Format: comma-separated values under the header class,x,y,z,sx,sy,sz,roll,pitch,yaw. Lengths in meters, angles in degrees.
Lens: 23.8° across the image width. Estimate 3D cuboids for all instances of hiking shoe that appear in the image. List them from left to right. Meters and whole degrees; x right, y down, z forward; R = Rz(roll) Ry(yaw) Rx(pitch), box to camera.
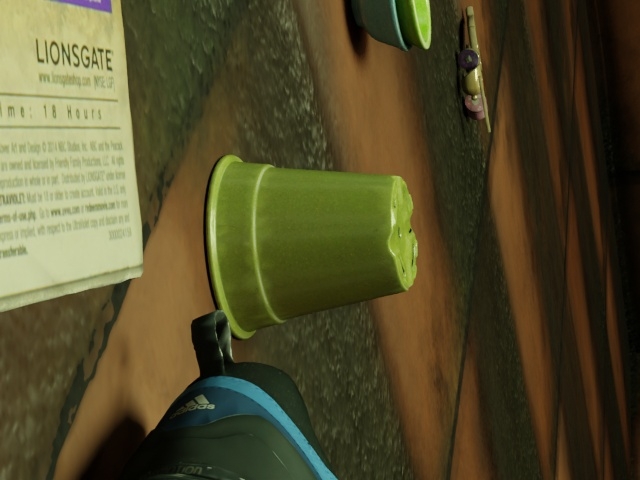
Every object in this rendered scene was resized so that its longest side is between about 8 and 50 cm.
class,x,y,z,sx,sy,sz,roll,pitch,yaw
hiking shoe,0.003,0.183,0.557,0.132,0.113,0.304,-69,151,-57

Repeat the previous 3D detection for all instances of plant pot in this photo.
class,x,y,z,sx,sy,sz,roll,pitch,yaw
plant pot,0.000,0.000,0.673,0.083,0.079,0.083,-5,90,-76

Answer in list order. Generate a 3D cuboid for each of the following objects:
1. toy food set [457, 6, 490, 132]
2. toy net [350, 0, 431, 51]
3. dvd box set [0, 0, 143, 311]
class,x,y,z,sx,sy,sz,roll,pitch,yaw
toy food set,0.136,-0.150,1.371,0.122,0.019,0.078,-87,166,-55
toy net,0.023,-0.216,0.897,0.232,0.045,0.122,63,26,-55
dvd box set,-0.130,-0.185,0.269,0.307,0.062,0.420,-19,104,-75
